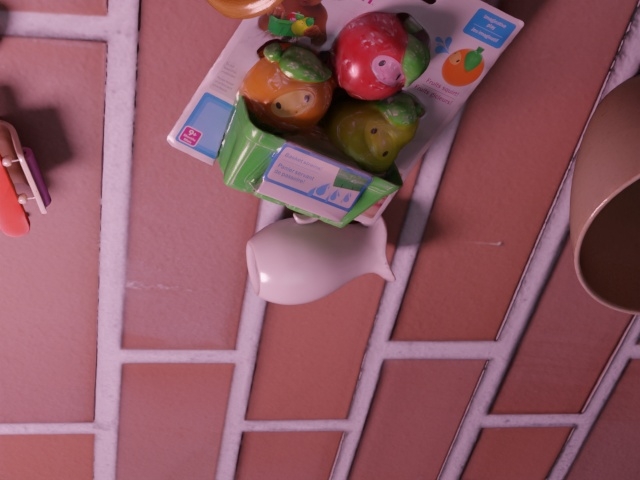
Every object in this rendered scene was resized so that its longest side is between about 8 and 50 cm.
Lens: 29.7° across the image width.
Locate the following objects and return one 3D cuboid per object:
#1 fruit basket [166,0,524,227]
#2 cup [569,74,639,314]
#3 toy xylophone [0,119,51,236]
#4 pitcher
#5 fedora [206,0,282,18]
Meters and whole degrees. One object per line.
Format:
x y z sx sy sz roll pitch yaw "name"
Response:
0.033 -0.187 1.497 0.327 0.165 0.353 21 127 -29 "fruit basket"
0.475 -0.090 1.624 0.331 0.237 0.331 -5 138 -5 "cup"
-0.512 -0.058 1.603 0.323 0.081 0.236 -14 139 6 "toy xylophone"
0.000 0.000 1.746 0.207 0.125 0.177 -11 119 -14 "pitcher"
-0.066 -0.341 1.337 0.194 0.194 0.079 -43 163 32 "fedora"
